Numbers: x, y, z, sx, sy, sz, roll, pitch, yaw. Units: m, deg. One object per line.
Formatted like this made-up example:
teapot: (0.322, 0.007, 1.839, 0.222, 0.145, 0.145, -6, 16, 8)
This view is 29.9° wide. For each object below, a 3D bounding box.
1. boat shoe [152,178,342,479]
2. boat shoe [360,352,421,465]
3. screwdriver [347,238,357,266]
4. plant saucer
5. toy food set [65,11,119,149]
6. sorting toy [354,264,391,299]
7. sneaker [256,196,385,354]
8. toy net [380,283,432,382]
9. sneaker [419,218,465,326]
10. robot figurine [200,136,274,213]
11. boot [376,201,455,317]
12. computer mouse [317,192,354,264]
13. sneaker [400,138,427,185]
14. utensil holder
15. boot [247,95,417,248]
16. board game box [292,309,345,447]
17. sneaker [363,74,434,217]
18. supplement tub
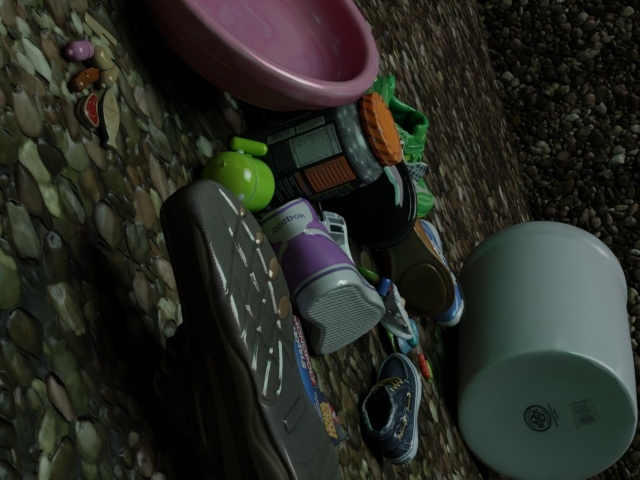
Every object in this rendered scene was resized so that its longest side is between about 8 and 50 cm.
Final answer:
boat shoe: (-0.090, 0.125, 1.075, 0.132, 0.130, 0.355, -38, 113, -68)
boat shoe: (0.096, 0.212, 1.647, 0.083, 0.065, 0.183, 55, 23, -39)
screwdriver: (0.044, 0.032, 1.775, 0.170, 0.025, 0.024, 63, 16, -51)
plant saucer: (-0.084, -0.269, 1.407, 0.332, 0.084, 0.332, 29, 34, -21)
toy food set: (-0.222, -0.153, 1.155, 0.078, 0.019, 0.122, 42, 40, -56)
sorting toy: (0.071, 0.071, 1.761, 0.102, 0.061, 0.042, 33, 75, -53)
sneaker: (-0.004, 0.034, 1.452, 0.161, 0.102, 0.282, 58, -6, 21)
toy net: (0.116, 0.139, 1.743, 0.232, 0.045, 0.122, 57, 16, -68)
sneaker: (0.185, 0.055, 2.085, 0.081, 0.080, 0.211, 25, 39, -58)
robot figurine: (-0.094, -0.065, 1.360, 0.115, 0.067, 0.101, 11, 91, -71)
boot: (0.128, -0.024, 1.970, 0.283, 0.109, 0.220, 48, 24, -35)
computer mouse: (0.000, 0.000, 1.581, 0.042, 0.106, 0.193, 164, -82, -69)
sneaker: (0.064, -0.160, 1.819, 0.235, 0.095, 0.090, 51, 19, 16)
utensil holder: (0.402, 0.202, 2.175, 0.328, 0.327, 0.385, 62, 22, -26)
boot: (0.009, -0.149, 1.647, 0.348, 0.131, 0.260, 63, 11, 7)
board game box: (-0.042, 0.170, 1.282, 0.194, 0.060, 0.194, 28, 44, -67)
sneaker: (0.138, -0.157, 2.067, 0.109, 0.123, 0.296, -88, 154, -52)
supplement tub: (-0.003, -0.107, 1.475, 0.117, 0.190, 0.117, -19, 90, -73)
